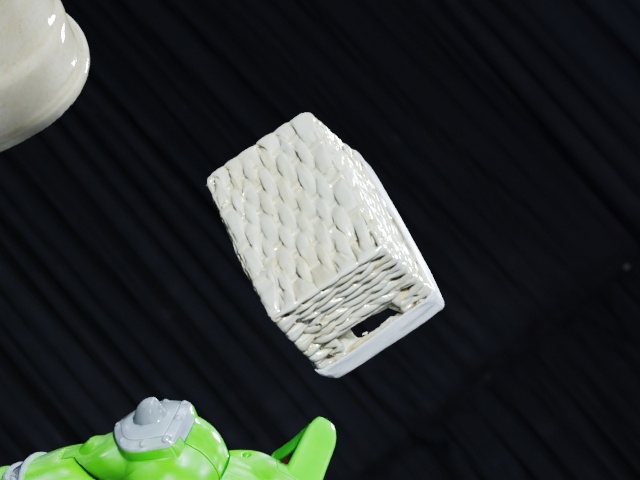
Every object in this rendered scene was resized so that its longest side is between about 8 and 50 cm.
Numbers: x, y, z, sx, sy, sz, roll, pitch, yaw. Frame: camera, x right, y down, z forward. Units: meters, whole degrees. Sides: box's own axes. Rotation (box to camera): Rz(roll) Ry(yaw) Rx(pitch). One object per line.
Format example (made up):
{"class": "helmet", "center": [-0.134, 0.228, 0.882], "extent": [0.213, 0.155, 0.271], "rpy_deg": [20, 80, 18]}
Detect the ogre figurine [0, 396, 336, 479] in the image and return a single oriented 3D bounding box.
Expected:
{"class": "ogre figurine", "center": [-0.039, 0.127, 0.645], "extent": [0.118, 0.197, 0.097], "rpy_deg": [-49, -7, 39]}

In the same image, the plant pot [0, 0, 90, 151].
{"class": "plant pot", "center": [-0.420, -0.288, 1.642], "extent": [0.334, 0.334, 0.305], "rpy_deg": [-34, -41, -31]}

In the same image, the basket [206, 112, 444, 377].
{"class": "basket", "center": [0.000, 0.000, 1.232], "extent": [0.113, 0.167, 0.103], "rpy_deg": [-34, -37, 8]}
